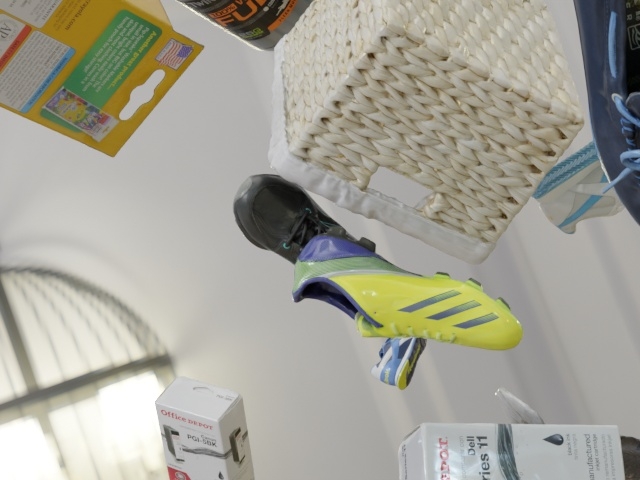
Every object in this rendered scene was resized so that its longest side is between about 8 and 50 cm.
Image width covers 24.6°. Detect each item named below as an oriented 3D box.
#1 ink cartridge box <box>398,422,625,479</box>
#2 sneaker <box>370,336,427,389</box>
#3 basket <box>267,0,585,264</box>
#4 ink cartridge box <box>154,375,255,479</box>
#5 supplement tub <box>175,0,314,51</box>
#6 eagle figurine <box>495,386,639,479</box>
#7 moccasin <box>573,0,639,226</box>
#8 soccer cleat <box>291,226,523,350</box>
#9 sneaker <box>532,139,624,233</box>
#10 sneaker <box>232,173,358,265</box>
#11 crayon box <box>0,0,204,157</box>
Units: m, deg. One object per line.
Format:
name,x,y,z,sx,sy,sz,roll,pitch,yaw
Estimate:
ink cartridge box,0.189,0.260,1.438,0.208,0.153,0.087,2,-21,-11
sneaker,0.122,0.159,2.213,0.059,0.053,0.144,8,47,25
basket,0.134,-0.201,1.939,0.328,0.331,0.266,24,-56,-18
ink cartridge box,-0.141,0.244,1.792,0.099,0.135,0.056,12,37,28
supplement tub,-0.155,-0.466,2.519,0.193,0.194,0.316,-25,-30,30
eagle figurine,0.330,0.296,1.733,0.298,0.226,0.225,-6,-45,-17
moccasin,0.265,-0.120,1.142,0.137,0.342,0.117,-26,17,-1
soccer cleat,0.101,0.085,1.778,0.093,0.289,0.121,104,-170,-58
sneaker,0.419,-0.096,2.097,0.228,0.092,0.087,-31,21,19
sneaker,0.000,0.000,1.900,0.267,0.101,0.106,37,-11,-35
crayon box,-0.331,-0.250,1.790,0.323,0.083,0.203,25,-64,-40
